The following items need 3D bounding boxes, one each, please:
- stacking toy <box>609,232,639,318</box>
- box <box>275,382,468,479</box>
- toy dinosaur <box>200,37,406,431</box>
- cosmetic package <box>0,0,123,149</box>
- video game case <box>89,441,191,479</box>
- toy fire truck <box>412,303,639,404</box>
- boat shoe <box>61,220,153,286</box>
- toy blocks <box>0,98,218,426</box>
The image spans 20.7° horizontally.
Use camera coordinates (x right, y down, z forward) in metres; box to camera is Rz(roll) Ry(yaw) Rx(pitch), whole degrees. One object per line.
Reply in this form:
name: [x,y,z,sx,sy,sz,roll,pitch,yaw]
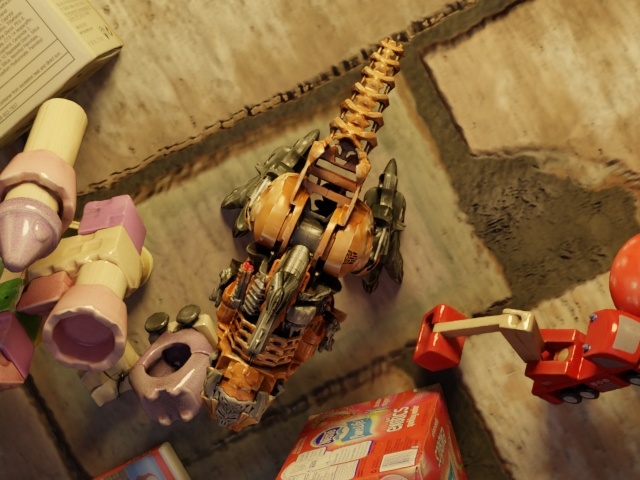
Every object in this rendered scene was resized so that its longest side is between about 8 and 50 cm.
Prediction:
stacking toy: [0.397,0.083,1.458,0.330,0.141,0.141,25,104,9]
box: [0.048,0.217,1.450,0.128,0.257,0.122,-15,97,10]
toy dinosaur: [0.000,0.000,1.431,0.164,0.218,0.322,45,103,-3]
cosmetic package: [-0.330,-0.231,1.478,0.160,0.113,0.309,-37,94,13]
video game case: [-0.214,0.336,1.627,0.285,0.025,0.204,-28,97,11]
toy fire truck: [0.181,0.088,1.471,0.135,0.192,0.047,27,63,-23]
boat shoe: [-0.223,0.006,1.546,0.153,0.048,0.056,24,104,2]
toy blocks: [-0.269,0.097,1.413,0.289,0.260,0.309,-15,126,17]
